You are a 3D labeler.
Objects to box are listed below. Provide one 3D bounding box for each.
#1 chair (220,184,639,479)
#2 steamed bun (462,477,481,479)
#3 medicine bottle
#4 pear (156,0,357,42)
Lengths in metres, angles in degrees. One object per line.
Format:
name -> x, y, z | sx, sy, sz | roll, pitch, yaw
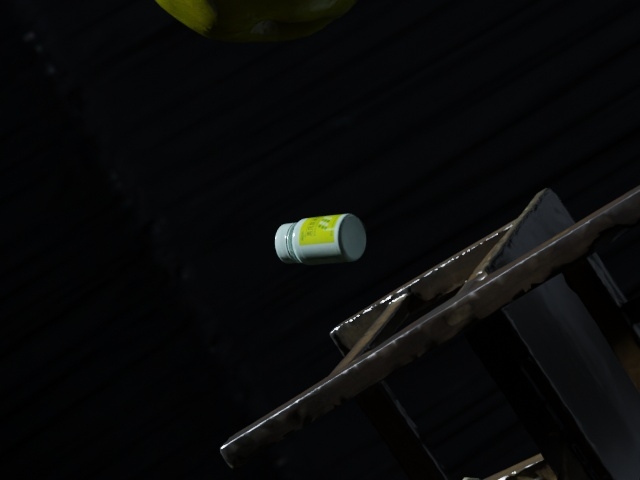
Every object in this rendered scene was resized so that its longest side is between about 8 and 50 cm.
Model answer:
chair -> 0.177, 0.071, 1.022 | 0.203, 0.416, 0.240 | 57, -153, 0
steamed bun -> 0.186, 0.423, 1.734 | 0.247, 0.428, 0.189 | 39, -171, -24
medicine bottle -> 0.000, 0.000, 1.545 | 0.083, 0.047, 0.047 | -5, 125, 35
pear -> -0.063, -0.320, 1.333 | 0.253, 0.252, 0.307 | 180, 76, -80
